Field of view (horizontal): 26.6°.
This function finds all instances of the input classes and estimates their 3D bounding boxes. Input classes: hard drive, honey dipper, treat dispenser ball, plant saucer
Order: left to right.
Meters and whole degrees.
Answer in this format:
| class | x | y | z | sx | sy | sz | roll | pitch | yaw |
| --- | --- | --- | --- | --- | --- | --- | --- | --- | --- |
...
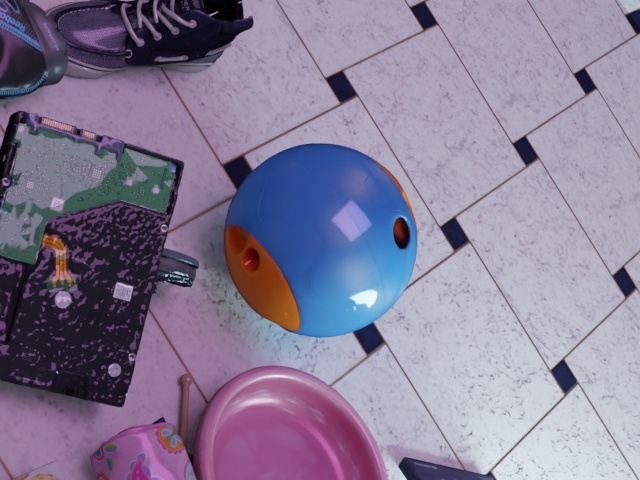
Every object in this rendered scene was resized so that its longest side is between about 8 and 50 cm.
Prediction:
| class | x | y | z | sx | sy | sz | roll | pitch | yaw |
| --- | --- | --- | --- | --- | --- | --- | --- | --- | --- |
| hard drive | -0.329 | 0.026 | 1.749 | 0.237 | 0.064 | 0.339 | 16 | 82 | -26 |
| honey dipper | -0.191 | 0.259 | 1.877 | 0.030 | 0.030 | 0.160 | 21 | 51 | -33 |
| plant saucer | -0.049 | 0.343 | 1.907 | 0.332 | 0.084 | 0.332 | 23 | 50 | -31 |
| treat dispenser ball | 0.000 | 0.000 | 2.000 | 0.288 | 0.288 | 0.288 | 21 | 55 | -33 |

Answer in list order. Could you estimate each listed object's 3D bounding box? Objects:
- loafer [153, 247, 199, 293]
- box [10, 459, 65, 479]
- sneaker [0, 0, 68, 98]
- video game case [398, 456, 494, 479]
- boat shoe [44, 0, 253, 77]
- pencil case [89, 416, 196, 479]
| class | x | y | z | sx | sy | sz | roll | pitch | yaw |
| --- | --- | --- | --- | --- | --- | --- | --- | --- | --- |
| loafer | -0.312 | 0.040 | 1.849 | 0.302 | 0.109 | 0.095 | 13 | 78 | -30 |
| box | -0.435 | 0.348 | 1.580 | 0.324 | 0.063 | 0.067 | -19 | 80 | -46 |
| sneaker | -0.488 | -0.352 | 1.876 | 0.140 | 0.125 | 0.341 | -34 | 90 | -42 |
| video game case | 0.253 | 0.442 | 2.068 | 0.196 | 0.026 | 0.274 | 18 | 21 | -35 |
| boat shoe | -0.260 | -0.333 | 2.043 | 0.340 | 0.158 | 0.127 | -10 | 74 | -45 |
| pencil case | -0.201 | 0.372 | 1.728 | 0.124 | 0.124 | 0.284 | -9 | 71 | -44 |
